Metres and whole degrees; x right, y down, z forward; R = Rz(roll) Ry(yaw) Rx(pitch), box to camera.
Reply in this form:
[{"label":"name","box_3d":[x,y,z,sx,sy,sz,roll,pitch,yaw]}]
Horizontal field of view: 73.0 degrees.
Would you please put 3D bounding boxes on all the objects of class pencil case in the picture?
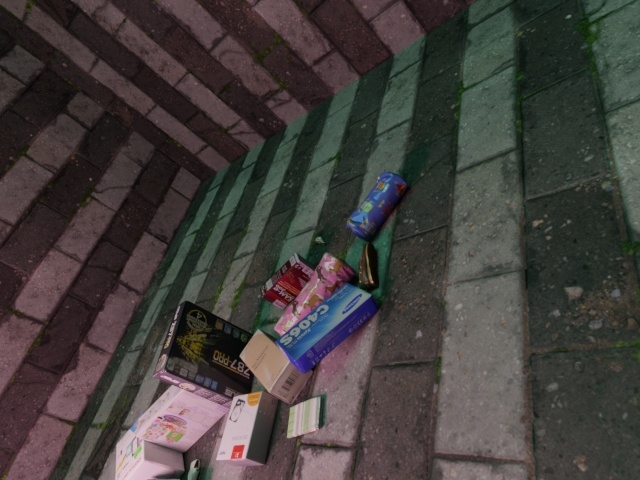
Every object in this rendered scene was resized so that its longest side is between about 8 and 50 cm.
[{"label":"pencil case","box_3d":[0.229,-0.147,1.783,0.133,0.119,0.306,33,84,30]},{"label":"pencil case","box_3d":[-0.017,0.230,1.677,0.386,0.160,0.167,-56,28,-6]}]

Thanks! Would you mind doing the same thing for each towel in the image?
[{"label":"towel","box_3d":[-0.052,0.602,1.470,0.152,0.023,0.113,-33,33,32]}]

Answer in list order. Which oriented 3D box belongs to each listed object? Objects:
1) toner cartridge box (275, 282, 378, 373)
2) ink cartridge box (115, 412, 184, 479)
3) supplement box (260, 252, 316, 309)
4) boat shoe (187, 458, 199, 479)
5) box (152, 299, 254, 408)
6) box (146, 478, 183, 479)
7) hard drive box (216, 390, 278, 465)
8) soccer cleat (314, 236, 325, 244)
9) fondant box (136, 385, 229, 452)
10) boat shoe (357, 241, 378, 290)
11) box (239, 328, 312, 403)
[{"label":"toner cartridge box","box_3d":[0.022,0.299,1.521,0.348,0.075,0.165,-38,28,-18]},{"label":"ink cartridge box","box_3d":[-0.729,0.929,1.846,0.198,0.197,0.270,-51,31,2]},{"label":"supplement box","box_3d":[-0.139,0.183,1.918,0.239,0.130,0.073,-45,31,12]},{"label":"boat shoe","box_3d":[-0.497,0.916,1.713,0.035,0.035,0.100,-41,23,16]},{"label":"box","box_3d":[-0.445,0.469,1.761,0.097,0.395,0.318,-31,36,34]},{"label":"box","box_3d":[-0.565,0.993,1.614,0.247,0.142,0.163,-25,39,38]},{"label":"hard drive box","box_3d":[-0.265,0.691,1.588,0.181,0.089,0.232,-26,39,37]},{"label":"soccer cleat","box_3d":[0.000,0.000,2.027,0.035,0.029,0.083,-61,27,-8]},{"label":"fondant box","box_3d":[-0.564,0.719,1.808,0.330,0.238,0.096,-46,31,9]},{"label":"boat shoe","box_3d":[0.174,0.096,1.648,0.073,0.073,0.207,-28,38,31]},{"label":"box","box_3d":[-0.178,0.475,1.667,0.148,0.121,0.311,-56,31,-10]}]
